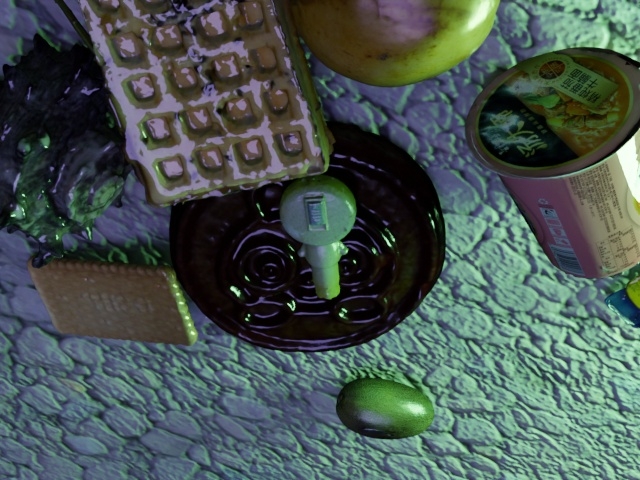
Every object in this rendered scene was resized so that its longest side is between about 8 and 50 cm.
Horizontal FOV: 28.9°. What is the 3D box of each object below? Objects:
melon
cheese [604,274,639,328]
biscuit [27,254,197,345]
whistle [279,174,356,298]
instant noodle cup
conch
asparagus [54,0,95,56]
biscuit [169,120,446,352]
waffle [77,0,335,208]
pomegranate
[{"bbox_3d":[0.105,0.272,1.994,0.162,0.099,0.099,12,129,-11],"label":"melon"},{"bbox_3d":[0.543,0.047,1.806,0.177,0.069,0.270,38,125,-24],"label":"cheese"},{"bbox_3d":[-0.313,0.088,1.866,0.250,0.030,0.160,3,131,22],"label":"biscuit"},{"bbox_3d":[0.000,0.000,1.692,0.104,0.057,0.198,-3,125,4],"label":"whistle"},{"bbox_3d":[0.339,-0.088,1.625,0.244,0.244,0.255,-17,135,16],"label":"instant noodle cup"},{"bbox_3d":[-0.341,-0.117,1.651,0.241,0.186,0.313,-11,113,-29],"label":"conch"},{"bbox_3d":[-0.321,-0.293,1.554,0.166,0.013,0.016,55,144,1],"label":"asparagus"},{"bbox_3d":[-0.020,0.009,1.788,0.407,0.091,0.407,2,129,2],"label":"biscuit"},{"bbox_3d":[-0.144,-0.238,1.532,0.261,0.114,0.376,-8,117,13],"label":"waffle"},{"bbox_3d":[0.091,-0.297,1.426,0.264,0.264,0.264,1,129,2],"label":"pomegranate"}]
